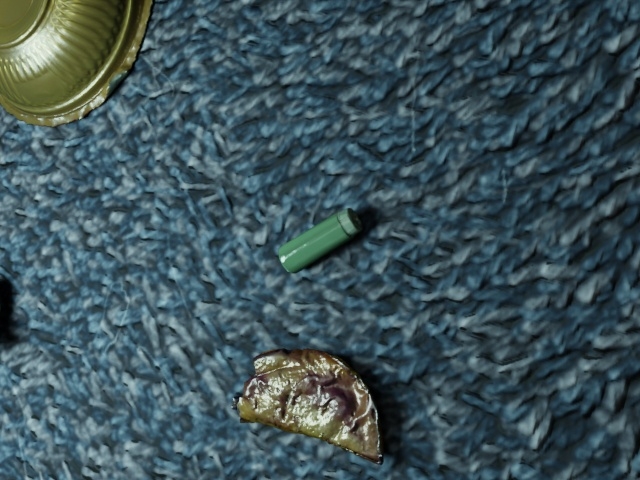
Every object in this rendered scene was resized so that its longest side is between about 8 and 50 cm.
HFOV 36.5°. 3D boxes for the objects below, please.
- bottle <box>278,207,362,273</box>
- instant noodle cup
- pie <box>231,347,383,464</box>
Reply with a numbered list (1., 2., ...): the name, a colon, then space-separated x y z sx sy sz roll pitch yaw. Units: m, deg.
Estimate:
1. bottle: 0.000 0.000 0.924 0.083 0.030 0.030 -32 68 21
2. instant noodle cup: -0.327 -0.271 1.116 0.274 0.091 0.274 -5 81 29
3. pie: -0.012 0.147 0.905 0.170 0.034 0.092 6 89 31
